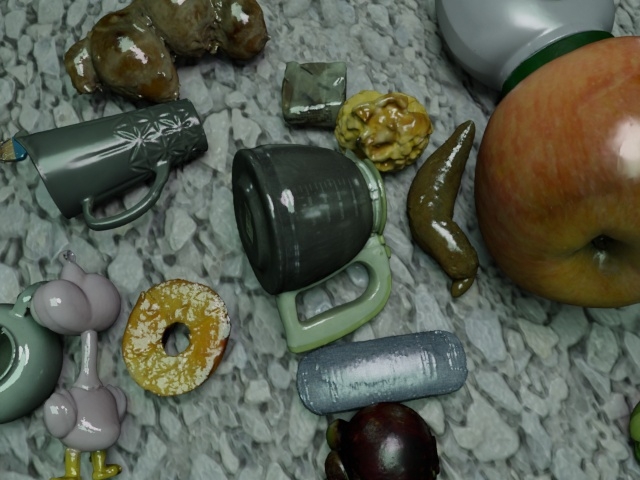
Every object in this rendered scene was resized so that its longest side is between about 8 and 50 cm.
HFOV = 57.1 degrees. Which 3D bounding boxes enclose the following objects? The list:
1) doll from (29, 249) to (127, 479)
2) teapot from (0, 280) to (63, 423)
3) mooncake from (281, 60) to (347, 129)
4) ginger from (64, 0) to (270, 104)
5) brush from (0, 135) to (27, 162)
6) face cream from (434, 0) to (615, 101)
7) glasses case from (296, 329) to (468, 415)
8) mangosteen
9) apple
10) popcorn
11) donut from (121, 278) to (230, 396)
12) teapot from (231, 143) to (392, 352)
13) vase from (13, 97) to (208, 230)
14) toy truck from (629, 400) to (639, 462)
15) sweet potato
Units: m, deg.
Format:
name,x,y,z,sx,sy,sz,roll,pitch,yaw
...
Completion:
name,x,y,z,sx,sy,sz,roll,pitch,yaw
doll,-0.372,0.189,0.922,0.094,0.160,0.365,-20,75,21
teapot,-0.516,0.191,0.933,0.193,0.129,0.294,26,69,5
mooncake,-0.013,-0.274,1.118,0.125,0.073,0.129,3,70,4
ginger,-0.300,-0.384,1.107,0.375,0.176,0.256,-36,91,-11
brush,-0.535,-0.190,1.123,0.164,0.014,0.051,-19,74,-7
face cream,0.380,-0.408,1.081,0.313,0.219,0.356,-14,70,-10
glasses case,0.100,0.214,0.962,0.283,0.067,0.109,-10,66,-1
mangosteen,0.086,0.323,0.882,0.184,0.172,0.172,7,71,23
apple,0.426,-0.088,0.893,0.392,0.391,0.346,8,52,3
popcorn,0.112,-0.199,1.045,0.180,0.180,0.170,16,44,5
donut,-0.234,0.162,0.978,0.174,0.074,0.190,6,76,1
teapot,0.003,-0.014,0.955,0.240,0.239,0.321,-13,67,-18
vase,-0.353,-0.148,1.047,0.301,0.156,0.251,-24,70,-14
toy truck,0.597,0.266,0.910,0.187,0.148,0.210,25,55,23
sweet potato,0.213,-0.054,1.034,0.124,0.098,0.309,-1,79,13
